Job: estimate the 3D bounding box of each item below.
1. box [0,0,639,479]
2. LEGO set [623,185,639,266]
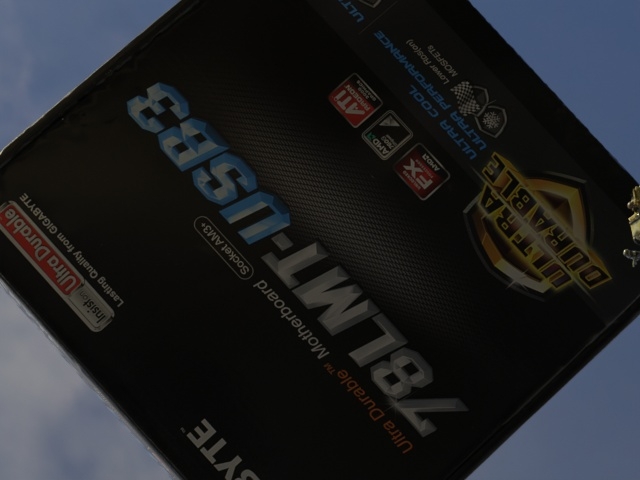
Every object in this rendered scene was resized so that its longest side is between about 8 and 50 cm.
[{"bbox_3d":[0.000,0.000,1.007,0.293,0.073,0.295,-41,-93,-13],"label":"box"},{"bbox_3d":[0.138,-0.004,0.694,0.023,0.083,0.054,7,-108,-30],"label":"LEGO set"}]
